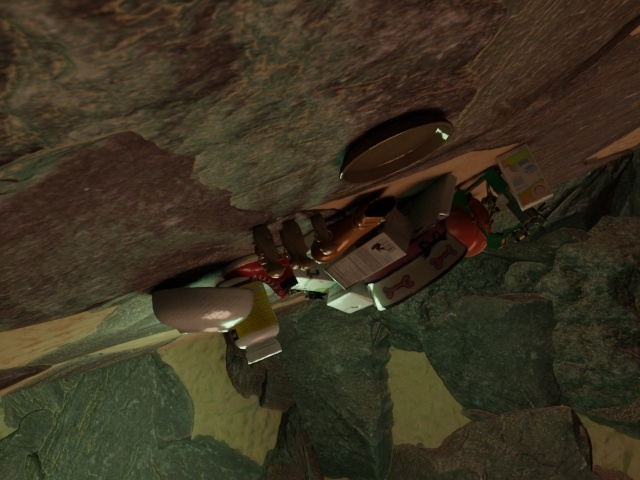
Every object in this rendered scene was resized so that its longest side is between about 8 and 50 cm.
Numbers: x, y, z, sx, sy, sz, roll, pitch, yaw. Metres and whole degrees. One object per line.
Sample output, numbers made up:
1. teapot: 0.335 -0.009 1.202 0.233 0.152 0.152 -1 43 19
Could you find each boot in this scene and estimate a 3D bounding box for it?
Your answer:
1. boot: -0.203 0.134 1.676 0.244 0.176 0.088 -17 170 -19
2. boot: 0.107 -0.037 1.542 0.283 0.109 0.220 -31 179 -21

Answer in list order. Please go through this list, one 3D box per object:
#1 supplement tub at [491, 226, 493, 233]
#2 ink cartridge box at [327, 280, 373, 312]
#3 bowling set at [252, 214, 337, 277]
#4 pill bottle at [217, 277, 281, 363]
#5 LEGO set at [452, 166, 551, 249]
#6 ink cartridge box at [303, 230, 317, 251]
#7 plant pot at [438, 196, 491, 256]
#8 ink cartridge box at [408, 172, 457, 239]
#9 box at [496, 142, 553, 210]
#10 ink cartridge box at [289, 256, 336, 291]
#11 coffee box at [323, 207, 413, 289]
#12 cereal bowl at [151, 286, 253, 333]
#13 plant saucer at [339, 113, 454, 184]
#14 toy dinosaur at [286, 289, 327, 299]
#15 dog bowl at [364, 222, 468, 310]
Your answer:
1. supplement tub: 0.633 -0.040 2.353 0.235 0.236 0.324 -11 165 -47
2. ink cartridge box: 0.145 0.134 2.048 0.121 0.289 0.211 22 150 -19
3. bowling set: -0.104 0.041 1.471 0.287 0.154 0.200 -13 166 -38
4. pill bottle: -0.279 0.311 1.964 0.187 0.334 0.188 -21 169 -4
5. LEGO set: 0.702 -0.134 1.917 0.192 0.331 0.255 -12 145 -51
6. ink cartridge box: 0.000 0.000 1.745 0.135 0.056 0.099 -11 165 -47
7. plant pot: 0.532 -0.057 2.076 0.265 0.273 0.272 -3 160 -38
8. ink cartridge box: 0.373 -0.094 1.692 0.045 0.224 0.223 28 153 -12
9. box: 0.716 -0.220 1.716 0.114 0.203 0.103 -26 169 19
10. ink cartridge box: -0.059 0.144 2.042 0.219 0.093 0.160 8 156 -24
11. coffee box: 0.167 0.028 1.707 0.297 0.119 0.168 -35 -162 38
12. cereal bowl: -0.394 0.241 1.650 0.338 0.141 0.339 -3 168 -1
13. plant saucer: 0.166 -0.206 1.108 0.277 0.041 0.278 -22 170 -4
14. toy dinosaur: -0.050 0.250 2.680 0.322 0.164 0.218 -42 -172 -7
15. dog bowl: 0.332 0.083 1.815 0.408 0.150 0.408 -36 -179 1
